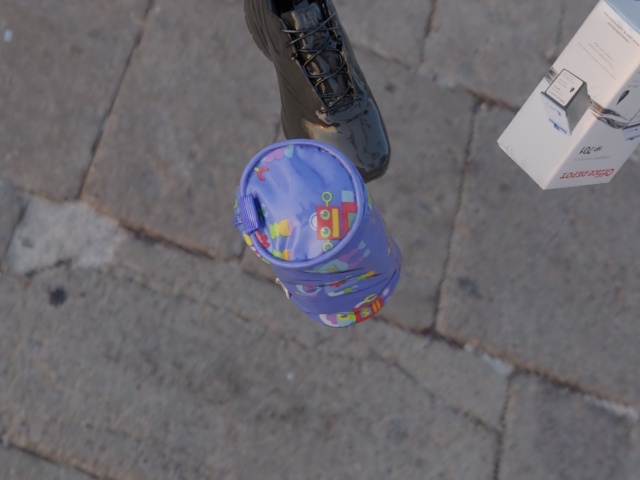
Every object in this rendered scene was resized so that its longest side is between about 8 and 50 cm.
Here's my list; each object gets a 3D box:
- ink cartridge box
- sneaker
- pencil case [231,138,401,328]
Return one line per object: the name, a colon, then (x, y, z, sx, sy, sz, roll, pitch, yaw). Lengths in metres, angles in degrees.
ink cartridge box: (0.289, -0.149, 1.522, 0.139, 0.191, 0.082, -8, 49, -49)
sneaker: (-0.008, -0.192, 1.629, 0.109, 0.130, 0.286, -25, 76, -11)
pencil case: (0.000, 0.000, 1.445, 0.133, 0.306, 0.119, -18, 74, 5)
